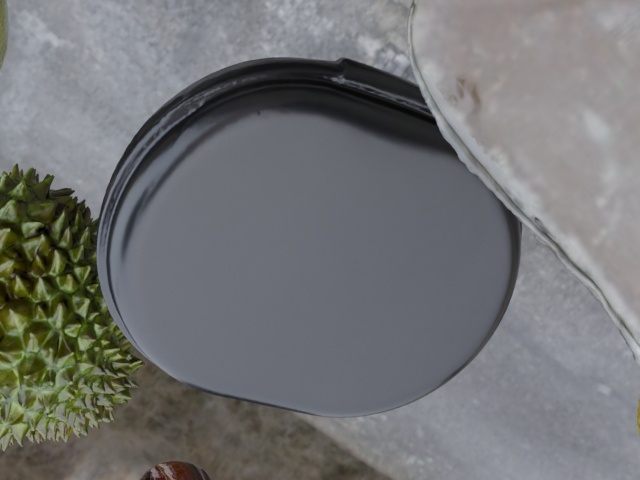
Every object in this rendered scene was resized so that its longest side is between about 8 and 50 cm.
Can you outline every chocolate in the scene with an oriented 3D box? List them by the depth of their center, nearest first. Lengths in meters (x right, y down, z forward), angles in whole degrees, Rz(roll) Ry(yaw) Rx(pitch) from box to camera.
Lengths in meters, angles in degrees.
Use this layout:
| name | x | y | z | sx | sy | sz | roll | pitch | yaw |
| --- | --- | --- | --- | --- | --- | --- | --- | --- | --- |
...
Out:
| name | x | y | z | sx | sy | sz | roll | pitch | yaw |
| --- | --- | --- | --- | --- | --- | --- | --- | --- | --- |
| chocolate | 0.154 | -0.063 | 0.513 | 0.157 | 0.080 | 0.254 | -40 | 108 | 11 |

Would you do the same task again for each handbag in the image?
| name | x | y | z | sx | sy | sz | roll | pitch | yaw |
| --- | --- | --- | --- | --- | --- | --- | --- | --- | --- |
| handbag | -0.001 | -0.001 | 0.734 | 0.307 | 0.254 | 0.093 | 17 | -161 | -24 |

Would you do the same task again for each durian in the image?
| name | x | y | z | sx | sy | sz | roll | pitch | yaw |
| --- | --- | --- | --- | --- | --- | --- | --- | --- | --- |
| durian | -0.254 | 0.053 | 0.884 | 0.237 | 0.200 | 0.176 | 63 | 161 | 14 |

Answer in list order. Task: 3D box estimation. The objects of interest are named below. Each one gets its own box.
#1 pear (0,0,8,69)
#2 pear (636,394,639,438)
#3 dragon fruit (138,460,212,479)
| name | x | y | z | sx | sy | sz | roll | pitch | yaw |
| --- | --- | --- | --- | --- | --- | --- | --- | --- | --- |
| pear | -0.534 | -0.289 | 1.351 | 0.294 | 0.294 | 0.294 | 24 | 146 | 17 |
| pear | 0.481 | 0.229 | 1.315 | 0.178 | 0.178 | 0.178 | 24 | 146 | 17 |
| dragon fruit | -0.113 | 0.374 | 0.986 | 0.250 | 0.250 | 0.315 | 87 | 165 | -51 |
